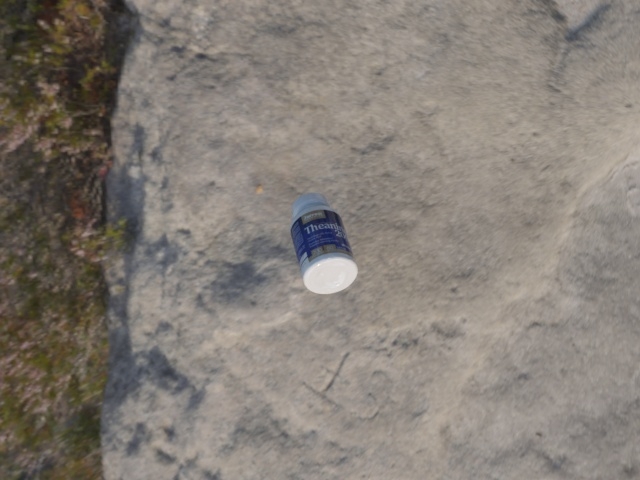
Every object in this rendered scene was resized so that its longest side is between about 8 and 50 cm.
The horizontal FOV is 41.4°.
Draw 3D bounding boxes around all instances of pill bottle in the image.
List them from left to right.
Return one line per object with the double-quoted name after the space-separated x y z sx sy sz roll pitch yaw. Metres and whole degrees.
0.000 0.000 1.026 0.067 0.067 0.120 -37 45 22 "pill bottle"
